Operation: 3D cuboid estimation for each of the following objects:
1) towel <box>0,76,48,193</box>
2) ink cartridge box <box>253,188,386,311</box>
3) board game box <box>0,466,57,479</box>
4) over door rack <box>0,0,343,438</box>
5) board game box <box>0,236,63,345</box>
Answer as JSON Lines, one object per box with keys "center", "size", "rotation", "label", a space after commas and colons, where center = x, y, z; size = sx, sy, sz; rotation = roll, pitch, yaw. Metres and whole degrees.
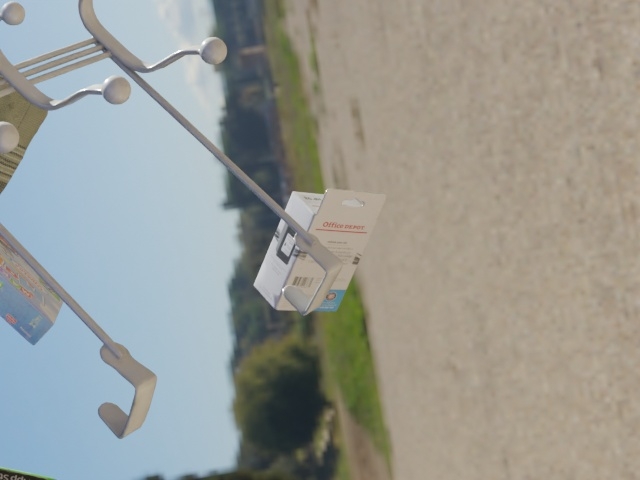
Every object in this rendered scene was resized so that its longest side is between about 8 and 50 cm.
{"center": [-0.450, -0.059, 1.387], "size": [0.312, 0.324, 0.056], "rotation": [-59, 30, 9], "label": "towel"}
{"center": [0.000, 0.000, 1.961], "size": [0.060, 0.104, 0.180], "rotation": [46, 121, 43], "label": "ink cartridge box"}
{"center": [-0.494, 0.447, 1.553], "size": [0.356, 0.357, 0.356], "rotation": [-96, 26, -52], "label": "board game box"}
{"center": [-0.143, -0.053, 1.142], "size": [0.324, 0.239, 0.108], "rotation": [52, 135, 7], "label": "over door rack"}
{"center": [-0.356, 0.033, 1.709], "size": [0.160, 0.039, 0.211], "rotation": [44, -178, -9], "label": "board game box"}
